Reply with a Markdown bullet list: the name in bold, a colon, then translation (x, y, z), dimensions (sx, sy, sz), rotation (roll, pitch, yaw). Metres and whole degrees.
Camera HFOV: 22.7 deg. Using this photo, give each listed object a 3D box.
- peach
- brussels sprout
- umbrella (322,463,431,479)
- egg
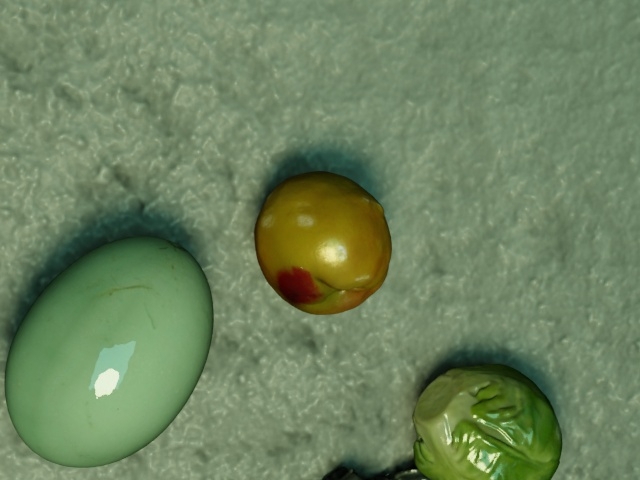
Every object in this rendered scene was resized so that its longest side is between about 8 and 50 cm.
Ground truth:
- **peach**: translation (0.000, 0.000, 1.508), dimensions (0.138, 0.138, 0.138), rotation (-2, 101, -13)
- **brussels sprout**: translation (0.171, 0.189, 1.582), dimensions (0.155, 0.117, 0.155), rotation (13, 69, -37)
- **umbrella**: translation (-0.026, 0.296, 1.569), dimensions (0.336, 0.128, 0.154), rotation (-36, 131, -13)
- **egg**: translation (-0.192, 0.101, 1.464), dimensions (0.168, 0.168, 0.231), rotation (37, 86, -16)
